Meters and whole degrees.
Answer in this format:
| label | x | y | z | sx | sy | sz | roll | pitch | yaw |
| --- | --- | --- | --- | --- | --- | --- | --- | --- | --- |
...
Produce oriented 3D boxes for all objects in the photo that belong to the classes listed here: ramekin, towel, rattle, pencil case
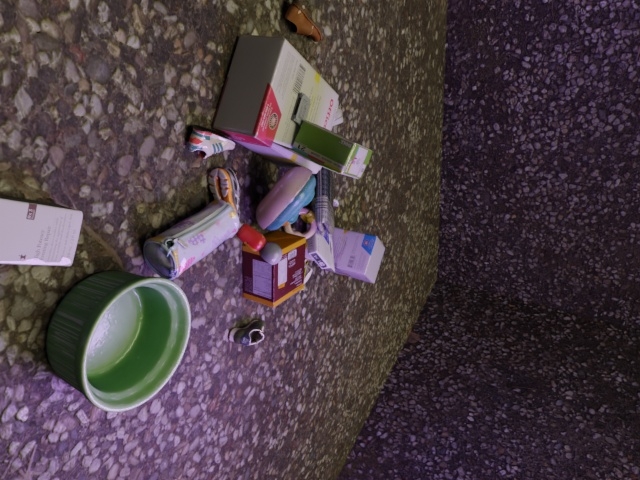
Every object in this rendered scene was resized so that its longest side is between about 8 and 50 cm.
| label | x | y | z | sx | sy | sz | roll | pitch | yaw |
| --- | --- | --- | --- | --- | --- | --- | --- | --- | --- |
| ramekin | -0.453 | 0.213 | 1.121 | 0.303 | 0.148 | 0.303 | -37 | 134 | -52 |
| towel | 0.013 | -0.184 | 1.782 | 0.324 | 0.056 | 0.312 | 48 | 41 | -80 |
| rattle | -0.101 | -0.042 | 1.837 | 0.130 | 0.143 | 0.199 | 17 | 103 | -32 |
| pencil case | -0.331 | -0.010 | 1.295 | 0.273 | 0.113 | 0.124 | -42 | 160 | -50 |

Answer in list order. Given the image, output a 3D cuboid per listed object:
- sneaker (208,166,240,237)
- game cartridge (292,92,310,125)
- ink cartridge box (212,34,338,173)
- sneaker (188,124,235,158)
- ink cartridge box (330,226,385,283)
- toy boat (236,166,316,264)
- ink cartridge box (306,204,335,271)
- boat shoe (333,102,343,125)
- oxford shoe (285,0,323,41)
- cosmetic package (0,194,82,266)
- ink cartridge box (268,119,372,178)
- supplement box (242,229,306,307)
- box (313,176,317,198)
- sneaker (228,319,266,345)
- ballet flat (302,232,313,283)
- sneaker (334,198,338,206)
| label | x | y | z | sx | sy | sz | roll | pitch | yaw |
| --- | --- | --- | --- | --- | --- | --- | --- | --- | --- |
| sneaker | -0.263 | -0.110 | 1.426 | 0.083 | 0.084 | 0.214 | -49 | 145 | -59 |
| game cartridge | -0.054 | -0.373 | 1.419 | 0.056 | 0.017 | 0.083 | 22 | 85 | -60 |
| ink cartridge box | -0.116 | -0.388 | 1.489 | 0.385 | 0.160 | 0.279 | 20 | 85 | -63 |
| sneaker | -0.296 | -0.255 | 1.331 | 0.075 | 0.057 | 0.161 | -63 | 157 | 11 |
| ink cartridge box | 0.127 | 0.060 | 2.108 | 0.168 | 0.233 | 0.171 | 42 | 64 | -63 |
| toy boat | -0.127 | -0.069 | 1.523 | 0.267 | 0.148 | 0.318 | -39 | -165 | 49 |
| ink cartridge box | 0.000 | 0.000 | 1.949 | 0.208 | 0.045 | 0.206 | 51 | 31 | -56 |
| boat shoe | 0.011 | -0.456 | 1.808 | 0.258 | 0.095 | 0.084 | -49 | 140 | -61 |
| oxford shoe | -0.057 | -0.690 | 1.593 | 0.076 | 0.076 | 0.212 | -48 | 159 | 11 |
| cosmetic package | -0.556 | -0.020 | 0.881 | 0.231 | 0.086 | 0.117 | 7 | 95 | -65 |
| ink cartridge box | 0.006 | -0.263 | 1.383 | 0.255 | 0.189 | 0.097 | 2 | 116 | -62 |
| supplement box | -0.155 | 0.091 | 1.676 | 0.191 | 0.129 | 0.194 | -29 | 127 | -55 |
| box | -0.039 | -0.196 | 1.859 | 0.083 | 0.052 | 0.062 | -49 | 143 | -45 |
| sneaker | -0.225 | 0.322 | 1.699 | 0.192 | 0.086 | 0.064 | -4 | 106 | -63 |
| ballet flat | -0.061 | 0.086 | 1.921 | 0.077 | 0.077 | 0.231 | 33 | 72 | -64 |
| sneaker | 0.037 | -0.148 | 2.057 | 0.098 | 0.038 | 0.069 | 44 | 64 | -50 |
